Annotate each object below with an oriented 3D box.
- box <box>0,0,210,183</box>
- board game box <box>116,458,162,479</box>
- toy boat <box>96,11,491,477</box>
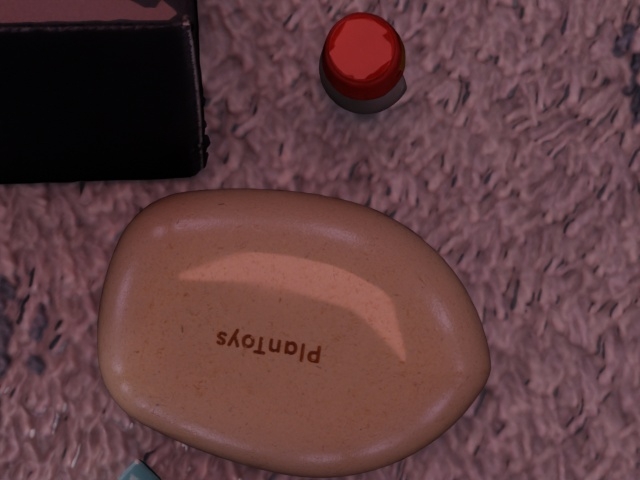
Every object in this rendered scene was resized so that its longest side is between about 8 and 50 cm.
[{"bbox_3d":[-0.321,-0.295,0.781,0.479,0.297,0.472,-3,76,-5],"label":"box"},{"bbox_3d":[-0.082,0.349,0.766,0.336,0.079,0.254,42,77,4],"label":"board game box"},{"bbox_3d":[0.000,0.000,0.820,0.267,0.148,0.318,15,93,2],"label":"toy boat"}]
